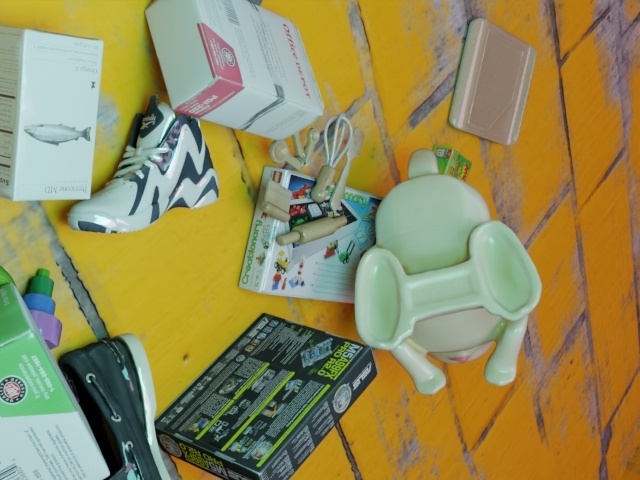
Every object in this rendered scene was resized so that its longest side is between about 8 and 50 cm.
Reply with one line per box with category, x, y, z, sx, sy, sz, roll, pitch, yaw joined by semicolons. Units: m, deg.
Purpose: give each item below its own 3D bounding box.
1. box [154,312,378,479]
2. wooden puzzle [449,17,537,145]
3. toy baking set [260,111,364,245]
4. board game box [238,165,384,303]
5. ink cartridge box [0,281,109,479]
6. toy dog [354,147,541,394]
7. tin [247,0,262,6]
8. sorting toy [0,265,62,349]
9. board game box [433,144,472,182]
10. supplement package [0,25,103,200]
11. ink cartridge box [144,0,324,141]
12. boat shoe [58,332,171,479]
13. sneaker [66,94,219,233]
box;-0.079;0.232;1.361;0.270;0.216;0.060;-45;134;-36
wooden puzzle;0.349;-0.318;1.898;0.239;0.044;0.221;8;95;-49
toy baking set;0.001;-0.096;1.426;0.256;0.030;0.196;-12;108;-51
board game box;0.000;0.000;1.525;0.305;0.053;0.193;12;91;-54
ink cartridge box;-0.393;0.206;0.933;0.289;0.121;0.211;-26;125;-16
toy dog;0.206;0.080;1.624;0.408;0.285;0.395;58;11;-63
tin;-0.108;-0.402;1.268;0.106;0.040;0.189;13;90;-58
sorting toy;-0.395;-0.004;0.993;0.365;0.127;0.126;52;31;-50
board game box;0.234;-0.085;1.815;0.092;0.043;0.181;26;80;-53
supplement package;-0.317;-0.139;1.019;0.105;0.105;0.179;-6;106;-53
ink cartridge box;-0.108;-0.233;1.221;0.218;0.092;0.158;8;59;-52
boat shoe;-0.258;0.288;1.159;0.113;0.127;0.340;-4;80;-39
sneaker;-0.226;-0.102;1.167;0.235;0.094;0.153;-20;111;-43
